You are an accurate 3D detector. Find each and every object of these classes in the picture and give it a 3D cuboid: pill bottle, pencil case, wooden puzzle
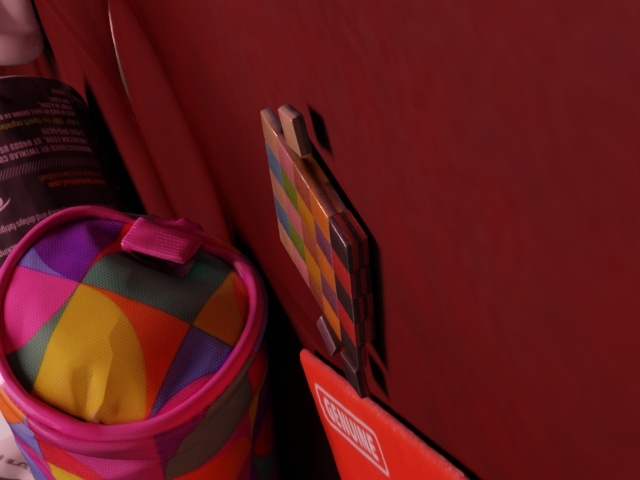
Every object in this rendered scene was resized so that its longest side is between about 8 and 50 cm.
[{"bbox_3d":[-0.144,0.043,0.723,0.130,0.130,0.245,100,146,-67],"label":"pill bottle"},{"bbox_3d":[-0.063,0.081,0.526,0.236,0.104,0.104,90,155,-58],"label":"pencil case"},{"bbox_3d":[0.000,0.000,0.332,0.083,0.006,0.049,83,160,-50],"label":"wooden puzzle"}]

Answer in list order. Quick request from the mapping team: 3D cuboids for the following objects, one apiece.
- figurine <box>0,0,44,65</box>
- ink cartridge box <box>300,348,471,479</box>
[{"bbox_3d":[-0.313,-0.169,0.883,0.092,0.210,0.215,83,160,-50],"label":"figurine"},{"bbox_3d":[0.047,0.171,0.311,0.238,0.060,0.275,70,167,-13],"label":"ink cartridge box"}]
